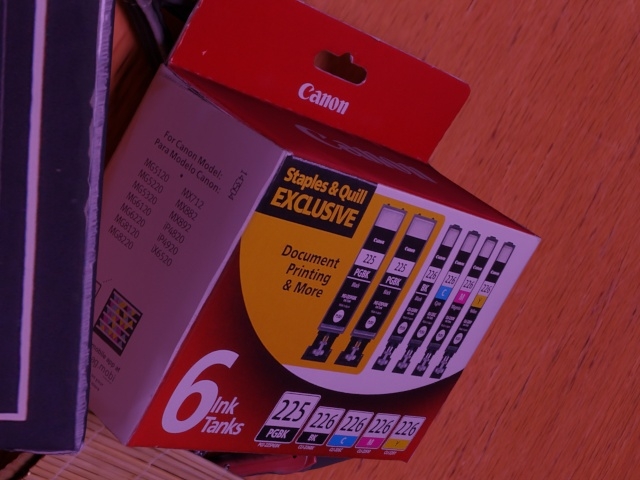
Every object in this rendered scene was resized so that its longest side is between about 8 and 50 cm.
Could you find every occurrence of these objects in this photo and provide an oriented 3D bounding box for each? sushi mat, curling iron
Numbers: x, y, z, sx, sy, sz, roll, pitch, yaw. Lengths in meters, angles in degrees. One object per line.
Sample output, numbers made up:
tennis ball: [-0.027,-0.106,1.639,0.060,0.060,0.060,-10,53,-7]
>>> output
sushi mat: [-0.122,0.208,0.994,0.151,0.019,0.316,-42,142,6]
curling iron: [-0.020,0.160,1.119,0.274,0.035,0.068,14,98,-52]

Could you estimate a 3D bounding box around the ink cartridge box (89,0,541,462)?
ink cartridge box: [0.000,0.000,0.945,0.309,0.130,0.272,14,109,-52]

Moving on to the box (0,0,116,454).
box: [-0.228,-0.087,0.514,0.294,0.183,0.296,3,112,-13]

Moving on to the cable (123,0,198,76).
cable: [-0.098,-0.163,0.822,0.139,0.072,0.287,-46,138,-29]
